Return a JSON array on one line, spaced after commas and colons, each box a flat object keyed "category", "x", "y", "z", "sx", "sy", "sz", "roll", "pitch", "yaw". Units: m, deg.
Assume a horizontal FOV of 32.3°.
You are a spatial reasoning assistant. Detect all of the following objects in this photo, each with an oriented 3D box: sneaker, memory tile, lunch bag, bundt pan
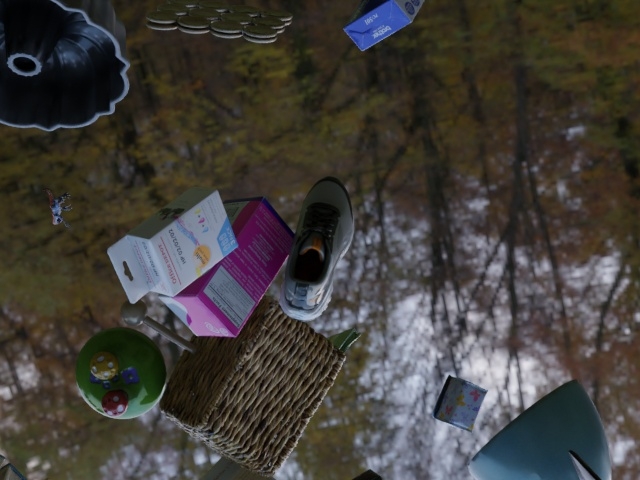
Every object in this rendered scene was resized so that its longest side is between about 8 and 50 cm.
[{"category": "sneaker", "x": 0.000, "y": 0.000, "z": 1.863, "sx": 0.100, "sy": 0.108, "sz": 0.271, "roll": 12, "pitch": -123, "yaw": 3}, {"category": "memory tile", "x": -0.111, "y": -0.245, "z": 1.227, "sx": 0.148, "sy": 0.012, "sz": 0.113, "roll": 10, "pitch": -153, "yaw": 7}, {"category": "lunch bag", "x": 0.198, "y": 0.237, "z": 1.617, "sx": 0.053, "sy": 0.071, "sz": 0.083, "roll": 24, "pitch": 176, "yaw": -15}, {"category": "bundt pan", "x": -0.458, "y": -0.322, "z": 1.751, "sx": 0.330, "sy": 0.331, "sz": 0.124, "roll": -9, "pitch": -125, "yaw": 16}]

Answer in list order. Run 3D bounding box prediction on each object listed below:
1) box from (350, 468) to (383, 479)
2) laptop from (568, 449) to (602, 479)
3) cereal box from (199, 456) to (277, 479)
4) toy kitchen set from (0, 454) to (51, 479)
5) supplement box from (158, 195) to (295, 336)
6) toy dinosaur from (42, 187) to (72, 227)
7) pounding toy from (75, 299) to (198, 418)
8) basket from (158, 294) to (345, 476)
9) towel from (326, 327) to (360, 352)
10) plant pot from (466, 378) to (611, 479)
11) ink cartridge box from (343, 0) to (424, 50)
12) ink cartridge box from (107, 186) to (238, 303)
[{"category": "box", "x": 0.016, "y": 0.497, "z": 1.683, "sx": 0.261, "sy": 0.184, "sz": 0.103, "roll": -29, "pitch": 177, "yaw": -8}, {"category": "laptop", "x": 0.422, "y": 0.499, "z": 1.670, "sx": 0.136, "sy": 0.264, "sz": 0.234, "roll": -30, "pitch": -151, "yaw": -6}, {"category": "cereal box", "x": -0.136, "y": 0.533, "z": 2.144, "sx": 0.240, "sy": 0.047, "sz": 0.173, "roll": 34, "pitch": -129, "yaw": 18}, {"category": "toy kitchen set", "x": -0.703, "y": 0.556, "z": 2.408, "sx": 0.166, "sy": 0.207, "sz": 0.122, "roll": -32, "pitch": -160, "yaw": 17}, {"category": "supplement box", "x": -0.153, "y": 0.044, "z": 1.854, "sx": 0.111, "sy": 0.114, "sz": 0.220, "roll": -2, "pitch": -135, "yaw": 47}, {"category": "toy dinosaur", "x": -0.555, "y": -0.069, "z": 2.328, "sx": 0.082, "sy": 0.090, "sz": 0.047, "roll": -46, "pitch": -164, "yaw": 35}, {"category": "pounding toy", "x": -0.378, "y": 0.247, "z": 2.113, "sx": 0.237, "sy": 0.183, "sz": 0.110, "roll": -49, "pitch": -179, "yaw": 11}, {"category": "basket", "x": -0.142, "y": 0.274, "z": 2.164, "sx": 0.213, "sy": 0.223, "sz": 0.299, "roll": 10, "pitch": -115, "yaw": 54}, {"category": "towel", "x": -0.063, "y": 0.345, "z": 2.930, "sx": 0.325, "sy": 0.038, "sz": 0.248, "roll": -26, "pitch": -169, "yaw": 35}, {"category": "plant pot", "x": 0.467, "y": 0.445, "z": 2.214, "sx": 0.290, "sy": 0.195, "sz": 0.290, "roll": -33, "pitch": 159, "yaw": -15}, {"category": "ink cartridge box", "x": 0.114, "y": -0.357, "z": 1.547, "sx": 0.097, "sy": 0.046, "sz": 0.207, "roll": -23, "pitch": -151, "yaw": 44}, {"category": "ink cartridge box", "x": -0.217, "y": 0.010, "z": 1.643, "sx": 0.061, "sy": 0.104, "sz": 0.181, "roll": 10, "pitch": -140, "yaw": 44}]
